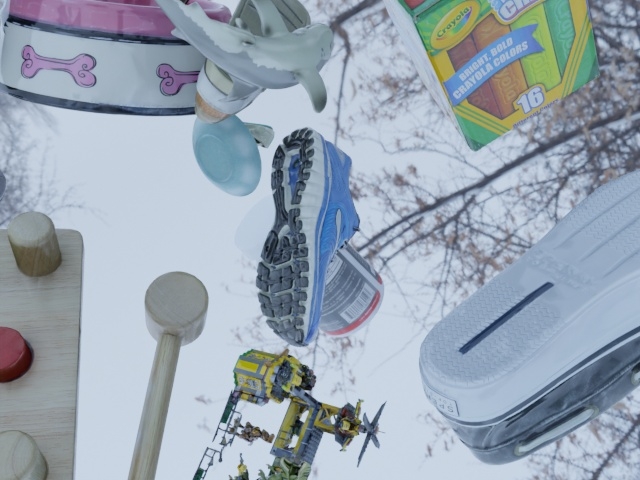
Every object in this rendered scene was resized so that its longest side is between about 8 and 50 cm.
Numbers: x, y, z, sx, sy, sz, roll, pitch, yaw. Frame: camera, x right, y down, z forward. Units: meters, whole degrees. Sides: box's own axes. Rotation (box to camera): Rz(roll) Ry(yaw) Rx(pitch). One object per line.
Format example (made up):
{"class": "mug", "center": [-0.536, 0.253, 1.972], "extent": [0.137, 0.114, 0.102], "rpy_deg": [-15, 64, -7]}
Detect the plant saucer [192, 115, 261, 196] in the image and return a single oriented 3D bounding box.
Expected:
{"class": "plant saucer", "center": [-0.203, -0.172, 1.266], "extent": [0.195, 0.195, 0.037], "rpy_deg": [-4, -158, 43]}

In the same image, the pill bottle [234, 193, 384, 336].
{"class": "pill bottle", "center": [-0.023, 0.059, 1.521], "extent": [0.210, 0.363, 0.210], "rpy_deg": [-30, -146, 23]}

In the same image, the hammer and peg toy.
{"class": "hammer and peg toy", "center": [-0.264, 0.104, 0.486], "extent": [0.361, 0.127, 0.266], "rpy_deg": [0, -124, -16]}

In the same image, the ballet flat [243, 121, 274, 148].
{"class": "ballet flat", "center": [-0.180, -0.229, 1.330], "extent": [0.168, 0.057, 0.052], "rpy_deg": [12, -99, 18]}

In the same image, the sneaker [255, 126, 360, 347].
{"class": "sneaker", "center": [0.000, 0.000, 0.962], "extent": [0.129, 0.147, 0.330], "rpy_deg": [0, -101, 50]}

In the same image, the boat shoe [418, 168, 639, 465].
{"class": "boat shoe", "center": [0.228, 0.048, 0.491], "extent": [0.335, 0.119, 0.121], "rpy_deg": [-30, -146, -5]}

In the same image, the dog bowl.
{"class": "dog bowl", "center": [-0.322, -0.327, 1.030], "extent": [0.408, 0.150, 0.408], "rpy_deg": [7, -156, -3]}

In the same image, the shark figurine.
{"class": "shark figurine", "center": [-0.100, -0.200, 0.673], "extent": [0.116, 0.278, 0.166], "rpy_deg": [-33, -123, 42]}

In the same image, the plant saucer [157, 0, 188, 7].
{"class": "plant saucer", "center": [-0.237, -0.369, 0.992], "extent": [0.168, 0.029, 0.168], "rpy_deg": [-41, -156, 23]}

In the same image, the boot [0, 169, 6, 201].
{"class": "boot", "center": [-0.643, -0.122, 1.006], "extent": [0.222, 0.118, 0.338], "rpy_deg": [-34, 167, 35]}

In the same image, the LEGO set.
{"class": "LEGO set", "center": [-0.029, 0.316, 0.825], "extent": [0.192, 0.255, 0.331], "rpy_deg": [5, -126, 34]}

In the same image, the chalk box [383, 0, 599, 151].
{"class": "chalk box", "center": [0.173, -0.282, 0.708], "extent": [0.180, 0.289, 0.179], "rpy_deg": [-32, -131, 11]}

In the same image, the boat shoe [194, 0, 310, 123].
{"class": "boat shoe", "center": [-0.109, -0.285, 0.943], "extent": [0.103, 0.113, 0.302], "rpy_deg": [-41, -165, 42]}
